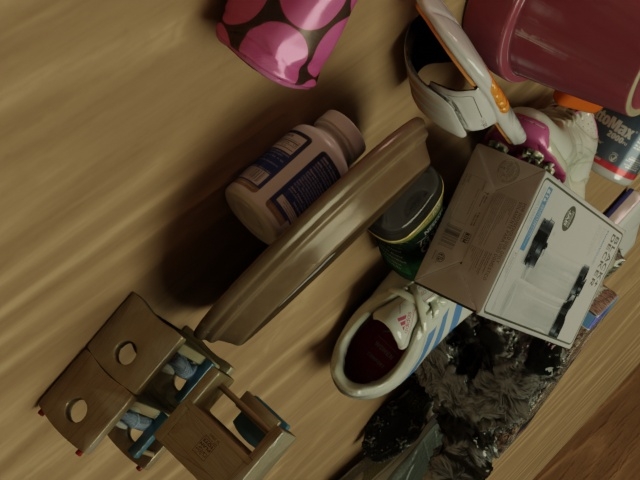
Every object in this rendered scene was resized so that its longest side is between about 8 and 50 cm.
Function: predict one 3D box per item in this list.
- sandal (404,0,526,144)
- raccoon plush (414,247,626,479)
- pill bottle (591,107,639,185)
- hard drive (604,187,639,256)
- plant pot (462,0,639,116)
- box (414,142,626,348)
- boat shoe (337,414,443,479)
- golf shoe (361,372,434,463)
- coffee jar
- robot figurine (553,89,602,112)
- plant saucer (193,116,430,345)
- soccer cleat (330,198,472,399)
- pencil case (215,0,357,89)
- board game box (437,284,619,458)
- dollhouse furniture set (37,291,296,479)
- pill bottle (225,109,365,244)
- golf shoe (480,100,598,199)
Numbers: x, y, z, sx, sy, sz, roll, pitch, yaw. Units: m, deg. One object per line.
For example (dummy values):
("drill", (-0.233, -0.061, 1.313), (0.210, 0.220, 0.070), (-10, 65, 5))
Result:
("sandal", (0.134, -0.139, 1.000), (0.076, 0.102, 0.265), (-32, 152, 12))
("raccoon plush", (0.268, 0.150, 1.538), (0.299, 0.216, 0.446), (-37, 158, -41))
("pill bottle", (0.444, -0.179, 1.470), (0.108, 0.108, 0.180), (-4, 128, -58))
("hard drive", (0.498, 0.065, 1.975), (0.318, 0.040, 0.210), (-45, 155, -13))
("plant pot", (0.272, -0.224, 1.030), (0.201, 0.180, 0.201), (-39, 154, -24))
("box", (0.237, 0.015, 1.173), (0.290, 0.087, 0.169), (24, 92, -56))
("boat shoe", (0.114, 0.371, 1.690), (0.320, 0.103, 0.118), (-40, 134, -36))
("golf shoe", (0.146, 0.270, 1.611), (0.198, 0.077, 0.094), (-49, 156, -2))
("coffee jar", (0.096, -0.026, 1.118), (0.096, 0.079, 0.184), (-50, 155, -5))
("robot figurine", (0.349, -0.240, 1.170), (0.219, 0.128, 0.158), (-47, -173, 43))
("plant saucer", (0.000, 0.000, 0.915), (0.278, 0.041, 0.278), (-43, 177, -2))
("soccer cleat", (0.133, 0.064, 1.244), (0.331, 0.116, 0.143), (-52, 169, 5))
("pencil case", (0.014, -0.207, 0.725), (0.209, 0.095, 0.098), (-54, 171, 11))
("board game box", (0.341, 0.182, 1.714), (0.291, 0.141, 0.232), (-60, 162, 18))
("dollhouse furniture set", (-0.118, 0.164, 0.884), (0.129, 0.183, 0.129), (-49, 156, -4))
("pill bottle", (-0.019, -0.057, 0.892), (0.120, 0.067, 0.067), (-43, 154, -17))
("golf shoe", (0.283, -0.128, 1.293), (0.140, 0.115, 0.306), (-67, 158, -3))
